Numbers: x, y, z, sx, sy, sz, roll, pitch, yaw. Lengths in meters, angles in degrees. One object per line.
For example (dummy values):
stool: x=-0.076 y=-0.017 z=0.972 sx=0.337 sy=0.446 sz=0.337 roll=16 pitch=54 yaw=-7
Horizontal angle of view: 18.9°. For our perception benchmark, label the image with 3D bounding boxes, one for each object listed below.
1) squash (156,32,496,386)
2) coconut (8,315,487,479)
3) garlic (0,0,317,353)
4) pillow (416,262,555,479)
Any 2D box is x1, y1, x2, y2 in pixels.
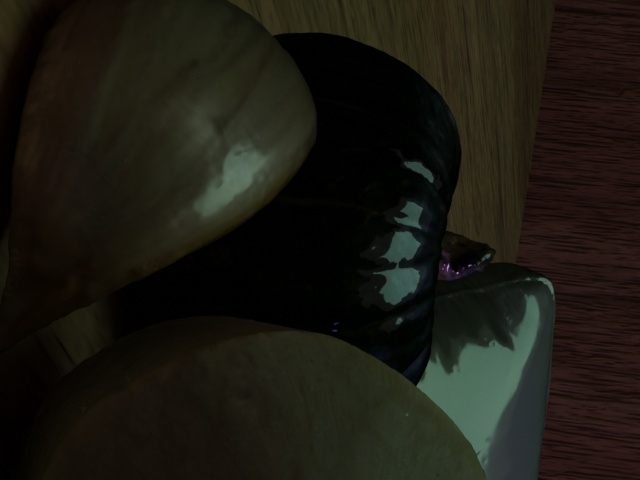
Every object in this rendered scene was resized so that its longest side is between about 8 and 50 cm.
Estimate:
squash: x=-0.005 y=-0.001 z=1.028 sx=0.218 sy=0.172 sz=0.218 roll=-172 pitch=-90 yaw=-69
coconut: x=-0.031 y=0.133 z=0.815 sx=0.222 sy=0.202 sz=0.202 roll=-168 pitch=-96 yaw=-72
garlic: x=-0.077 y=-0.052 z=0.839 sx=0.115 sy=0.128 sz=0.207 roll=68 pitch=28 yaw=-20
pillow: x=0.045 y=0.181 z=1.339 sx=0.120 sy=0.255 sz=0.322 roll=30 pitch=-56 yaw=54
